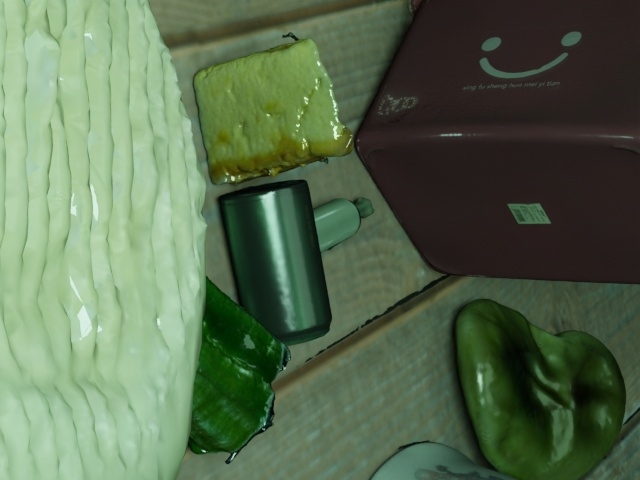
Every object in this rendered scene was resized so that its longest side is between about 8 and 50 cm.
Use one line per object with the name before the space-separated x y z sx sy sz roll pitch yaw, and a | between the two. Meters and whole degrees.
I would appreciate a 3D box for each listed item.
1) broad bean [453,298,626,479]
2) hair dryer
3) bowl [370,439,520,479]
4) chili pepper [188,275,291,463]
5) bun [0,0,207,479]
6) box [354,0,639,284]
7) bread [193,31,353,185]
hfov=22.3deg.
broad bean | 0.165 0.123 1.298 0.206 0.072 0.153 10 62 -48
hair dryer | 0.000 0.000 1.069 0.197 0.057 0.100 -28 110 -64
bowl | 0.149 0.307 1.142 0.345 0.157 0.346 22 64 -56
chili pepper | -0.102 0.032 0.877 0.227 0.059 0.088 46 51 -43
bun | -0.186 -0.004 0.602 0.359 0.211 0.360 -9 90 -71
box | 0.179 -0.077 1.167 0.193 0.294 0.167 54 51 -37
bread | -0.016 -0.085 1.002 0.080 0.109 0.084 -21 97 -56
